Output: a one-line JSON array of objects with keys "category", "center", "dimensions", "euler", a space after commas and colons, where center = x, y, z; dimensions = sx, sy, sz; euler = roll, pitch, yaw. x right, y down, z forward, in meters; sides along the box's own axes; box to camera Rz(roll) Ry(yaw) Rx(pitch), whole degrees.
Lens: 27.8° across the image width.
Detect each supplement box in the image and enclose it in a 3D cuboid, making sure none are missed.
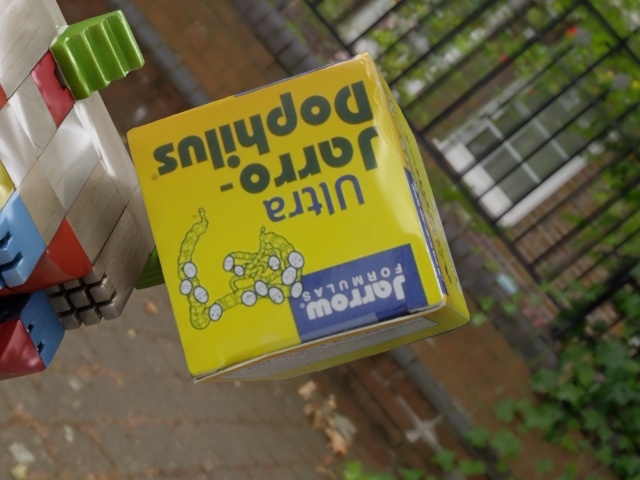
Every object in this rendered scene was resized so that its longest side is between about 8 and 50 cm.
[{"category": "supplement box", "center": [0.000, 0.000, 1.084], "dimensions": [0.356, 0.194, 0.195], "euler": [32, 41, -79]}]

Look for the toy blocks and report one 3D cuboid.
[{"category": "toy blocks", "center": [-0.244, -0.054, 0.944], "dimensions": [0.261, 0.190, 0.381], "euler": [-75, 147, -58]}]
